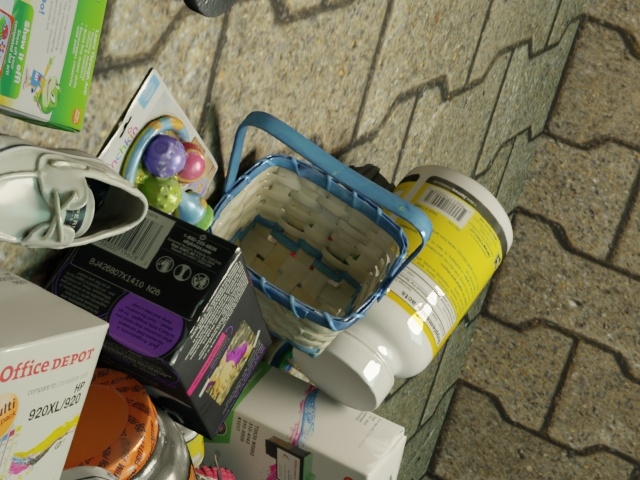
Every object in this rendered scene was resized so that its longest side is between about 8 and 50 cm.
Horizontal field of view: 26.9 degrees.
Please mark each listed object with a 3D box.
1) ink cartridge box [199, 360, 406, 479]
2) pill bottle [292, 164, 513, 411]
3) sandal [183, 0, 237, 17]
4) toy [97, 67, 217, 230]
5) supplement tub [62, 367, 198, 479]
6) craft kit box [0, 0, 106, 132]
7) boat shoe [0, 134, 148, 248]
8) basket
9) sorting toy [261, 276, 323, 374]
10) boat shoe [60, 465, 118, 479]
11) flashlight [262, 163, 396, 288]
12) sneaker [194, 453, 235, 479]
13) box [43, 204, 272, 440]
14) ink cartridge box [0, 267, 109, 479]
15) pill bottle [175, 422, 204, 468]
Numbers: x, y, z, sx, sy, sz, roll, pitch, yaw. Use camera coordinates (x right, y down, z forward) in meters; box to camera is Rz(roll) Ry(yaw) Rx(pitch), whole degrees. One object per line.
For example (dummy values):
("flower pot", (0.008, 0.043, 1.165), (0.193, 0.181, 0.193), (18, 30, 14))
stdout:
("ink cartridge box", (-0.038, 0.311, 1.903), (0.117, 0.278, 0.201), (-45, 152, -48))
("pill bottle", (0.112, 0.069, 1.875), (0.334, 0.188, 0.188), (-51, 157, -25))
("sandal", (-0.095, -0.295, 1.390), (0.097, 0.054, 0.254), (-67, 172, 24))
("toy", (-0.161, -0.068, 1.461), (0.137, 0.056, 0.237), (-62, 161, -15))
("supplement tub", (-0.225, 0.313, 1.456), (0.207, 0.207, 0.338), (-50, 142, -39))
("craft kit box", (-0.234, -0.223, 1.000), (0.246, 0.061, 0.250), (15, 86, -68))
("boat shoe", (-0.247, -0.033, 1.214), (0.096, 0.088, 0.267), (-68, 161, 7))
("basket", (-0.018, -0.010, 1.633), (0.201, 0.255, 0.289), (-53, 176, -32))
("sorting toy", (-0.042, 0.171, 1.992), (0.132, 0.046, 0.274), (-41, 162, -49))
("boat shoe", (-0.313, 0.316, 1.237), (0.301, 0.102, 0.108), (-25, 109, -7))
("flashlight", (0.000, 0.000, 1.917), (0.304, 0.103, 0.103), (-45, 126, -45))
("sneaker", (-0.179, 0.344, 1.717), (0.121, 0.112, 0.299), (-44, 147, 16))
("box", (-0.168, 0.086, 1.439), (0.143, 0.165, 0.270), (-59, 164, -20))
("ink cartridge box", (-0.317, 0.150, 1.123), (0.171, 0.168, 0.233), (-10, 122, -67))
("pill bottle", (-0.188, 0.270, 1.781), (0.065, 0.065, 0.116), (-52, 158, -35))
